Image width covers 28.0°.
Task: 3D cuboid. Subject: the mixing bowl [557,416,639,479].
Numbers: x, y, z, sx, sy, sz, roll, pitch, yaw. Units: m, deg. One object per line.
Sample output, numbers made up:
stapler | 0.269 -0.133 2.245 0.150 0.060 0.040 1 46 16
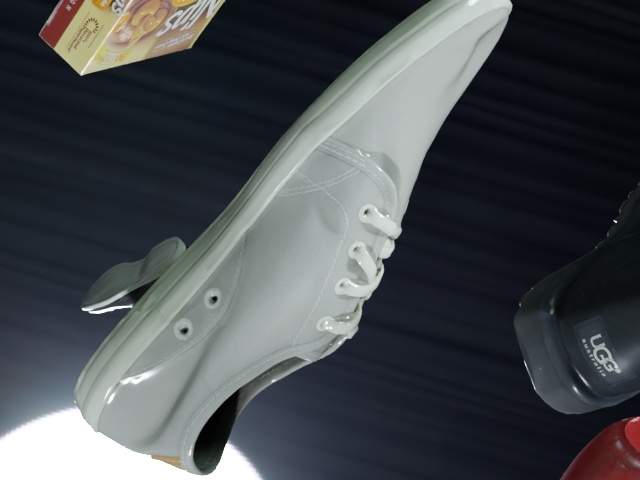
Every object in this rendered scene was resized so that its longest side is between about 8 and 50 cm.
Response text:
mixing bowl | 0.333 0.240 1.276 0.181 0.181 0.098 -85 -174 -63

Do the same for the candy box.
candy box | -0.228 -0.338 1.752 0.183 0.087 0.316 -49 174 25

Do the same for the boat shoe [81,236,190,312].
boat shoe | -0.149 0.037 1.071 0.125 0.038 0.046 -28 -146 30

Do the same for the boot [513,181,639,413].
boot | 0.403 -0.025 0.904 0.445 0.146 0.367 -27 -174 47

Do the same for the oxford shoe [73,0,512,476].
oxford shoe | 0.000 0.000 0.956 0.449 0.130 0.169 -50 167 7
